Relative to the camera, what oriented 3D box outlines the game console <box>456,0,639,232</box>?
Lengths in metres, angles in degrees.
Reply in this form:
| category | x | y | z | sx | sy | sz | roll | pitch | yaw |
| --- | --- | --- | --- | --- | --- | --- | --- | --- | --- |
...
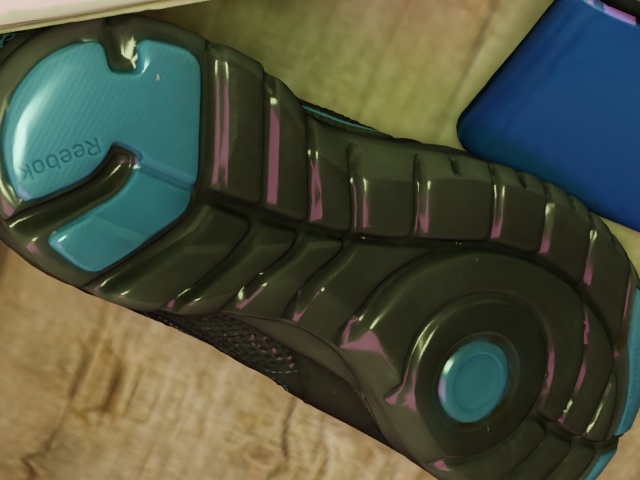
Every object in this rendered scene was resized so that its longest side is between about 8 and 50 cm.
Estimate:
| category | x | y | z | sx | sy | sz | roll | pitch | yaw |
| --- | --- | --- | --- | --- | --- | --- | --- | --- | --- |
| game console | 0.232 | -0.080 | 0.593 | 0.293 | 0.173 | 0.250 | 22 | 100 | -6 |

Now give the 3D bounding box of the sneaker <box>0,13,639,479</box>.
| category | x | y | z | sx | sy | sz | roll | pitch | yaw |
| --- | --- | --- | --- | --- | --- | --- | --- | --- | --- |
| sneaker | 0.000 | 0.000 | 0.666 | 0.341 | 0.125 | 0.139 | 31 | 175 | -33 |

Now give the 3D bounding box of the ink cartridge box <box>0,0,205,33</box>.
| category | x | y | z | sx | sy | sz | roll | pitch | yaw |
| --- | --- | --- | --- | --- | --- | --- | --- | --- | --- |
| ink cartridge box | -0.011 | -0.177 | 0.481 | 0.255 | 0.097 | 0.189 | -9 | 116 | 1 |
